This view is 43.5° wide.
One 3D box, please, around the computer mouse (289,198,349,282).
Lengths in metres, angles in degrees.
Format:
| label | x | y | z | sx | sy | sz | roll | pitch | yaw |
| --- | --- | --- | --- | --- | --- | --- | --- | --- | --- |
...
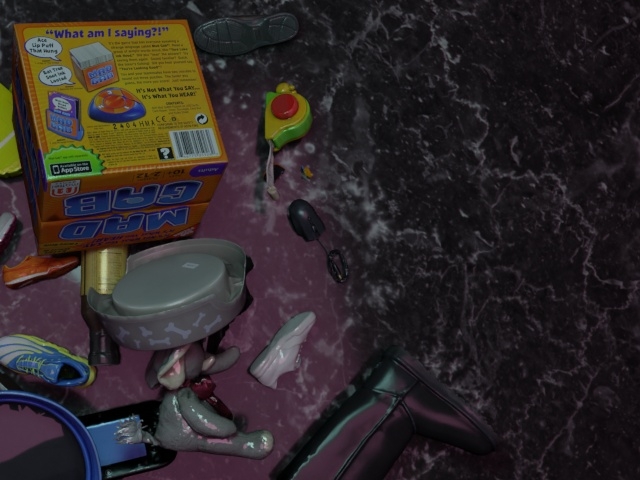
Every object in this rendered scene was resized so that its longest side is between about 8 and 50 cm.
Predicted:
| label | x | y | z | sx | sy | sz | roll | pitch | yaw |
| --- | --- | --- | --- | --- | --- | --- | --- | --- | --- |
| computer mouse | 0.000 | 0.000 | 2.026 | 0.071 | 0.041 | 0.242 | -35 | 92 | -15 |

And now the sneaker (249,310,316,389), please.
| label | x | y | z | sx | sy | sz | roll | pitch | yaw |
| --- | --- | --- | --- | --- | --- | --- | --- | --- | --- |
| sneaker | -0.073 | 0.269 | 1.966 | 0.094 | 0.080 | 0.212 | 45 | 83 | -16 |

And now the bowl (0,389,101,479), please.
| label | x | y | z | sx | sy | sz | roll | pitch | yaw |
| --- | --- | --- | --- | --- | --- | --- | --- | --- | --- |
| bowl | -0.647 | 0.497 | 1.634 | 0.391 | 0.077 | 0.391 | 0 | 89 | -19 |

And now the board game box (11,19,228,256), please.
| label | x | y | z | sx | sy | sz | roll | pitch | yaw |
| --- | --- | --- | --- | --- | --- | --- | --- | --- | --- |
| board game box | -0.447 | -0.218 | 1.723 | 0.356 | 0.356 | 0.356 | -9 | 69 | -25 |

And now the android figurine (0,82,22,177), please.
| label | x | y | z | sx | sy | sz | roll | pitch | yaw |
| --- | --- | --- | --- | --- | --- | --- | --- | --- | --- |
| android figurine | -0.754 | -0.259 | 1.885 | 0.273 | 0.056 | 0.248 | 41 | 76 | -4 |

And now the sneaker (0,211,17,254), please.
| label | x | y | z | sx | sy | sz | roll | pitch | yaw |
| --- | --- | --- | --- | --- | --- | --- | --- | --- | --- |
| sneaker | -0.800 | 0.018 | 1.814 | 0.111 | 0.103 | 0.252 | 44 | 75 | -5 |

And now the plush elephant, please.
| label | x | y | z | sx | sy | sz | roll | pitch | yaw |
| --- | --- | --- | --- | --- | --- | --- | --- | --- | --- |
| plush elephant | -0.279 | 0.323 | 1.771 | 0.329 | 0.272 | 0.256 | 9 | 86 | -23 |

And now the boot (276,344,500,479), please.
| label | x | y | z | sx | sy | sz | roll | pitch | yaw |
| --- | --- | --- | --- | --- | --- | --- | --- | --- | --- |
| boot | 0.167 | 0.535 | 1.934 | 0.367 | 0.146 | 0.445 | 40 | 72 | 5 |

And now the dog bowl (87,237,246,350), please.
| label | x | y | z | sx | sy | sz | roll | pitch | yaw |
| --- | --- | --- | --- | --- | --- | --- | --- | --- | --- |
| dog bowl | -0.319 | 0.115 | 1.739 | 0.348 | 0.349 | 0.102 | -17 | 115 | -14 |

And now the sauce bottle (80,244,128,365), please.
| label | x | y | z | sx | sy | sz | roll | pitch | yaw |
| --- | --- | --- | --- | --- | --- | --- | --- | --- | --- |
| sauce bottle | -0.502 | 0.117 | 1.859 | 0.111 | 0.111 | 0.345 | 1 | 81 | -12 |

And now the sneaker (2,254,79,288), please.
| label | x | y | z | sx | sy | sz | roll | pitch | yaw |
| --- | --- | --- | --- | --- | --- | --- | --- | --- | --- |
| sneaker | -0.651 | 0.058 | 1.864 | 0.175 | 0.064 | 0.067 | -14 | 76 | -17 |

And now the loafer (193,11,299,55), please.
| label | x | y | z | sx | sy | sz | roll | pitch | yaw |
| --- | --- | --- | --- | --- | --- | --- | --- | --- | --- |
| loafer | -0.192 | -0.532 | 2.047 | 0.267 | 0.084 | 0.096 | -10 | 116 | -10 |

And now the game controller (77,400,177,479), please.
| label | x | y | z | sx | sy | sz | roll | pitch | yaw |
| --- | --- | --- | --- | --- | --- | --- | --- | --- | --- |
| game controller | -0.489 | 0.467 | 1.816 | 0.319 | 0.067 | 0.166 | -10 | 47 | -15 |

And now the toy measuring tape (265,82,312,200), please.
| label | x | y | z | sx | sy | sz | roll | pitch | yaw |
| --- | --- | --- | --- | --- | --- | --- | --- | --- | --- |
| toy measuring tape | -0.075 | -0.255 | 1.978 | 0.121 | 0.121 | 0.330 | 4 | 62 | -12 |

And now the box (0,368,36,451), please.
| label | x | y | z | sx | sy | sz | roll | pitch | yaw |
| --- | --- | --- | --- | --- | --- | --- | --- | --- | --- |
| box | -0.742 | 0.395 | 1.742 | 0.167 | 0.168 | 0.203 | 45 | 76 | -4 |

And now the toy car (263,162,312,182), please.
| label | x | y | z | sx | sy | sz | roll | pitch | yaw |
| --- | --- | --- | --- | --- | --- | --- | --- | --- | --- |
| toy car | -0.087 | -0.170 | 2.042 | 0.122 | 0.060 | 0.041 | 10 | 36 | -27 |

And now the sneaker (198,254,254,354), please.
| label | x | y | z | sx | sy | sz | roll | pitch | yaw |
| --- | --- | --- | --- | --- | --- | --- | --- | --- | --- |
| sneaker | -0.223 | 0.163 | 1.926 | 0.124 | 0.107 | 0.283 | 11 | 80 | -17 |

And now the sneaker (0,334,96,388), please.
| label | x | y | z | sx | sy | sz | roll | pitch | yaw |
| --- | --- | --- | --- | --- | --- | --- | --- | --- | --- |
| sneaker | -0.624 | 0.270 | 1.807 | 0.240 | 0.126 | 0.091 | 17 | 79 | -10 |
